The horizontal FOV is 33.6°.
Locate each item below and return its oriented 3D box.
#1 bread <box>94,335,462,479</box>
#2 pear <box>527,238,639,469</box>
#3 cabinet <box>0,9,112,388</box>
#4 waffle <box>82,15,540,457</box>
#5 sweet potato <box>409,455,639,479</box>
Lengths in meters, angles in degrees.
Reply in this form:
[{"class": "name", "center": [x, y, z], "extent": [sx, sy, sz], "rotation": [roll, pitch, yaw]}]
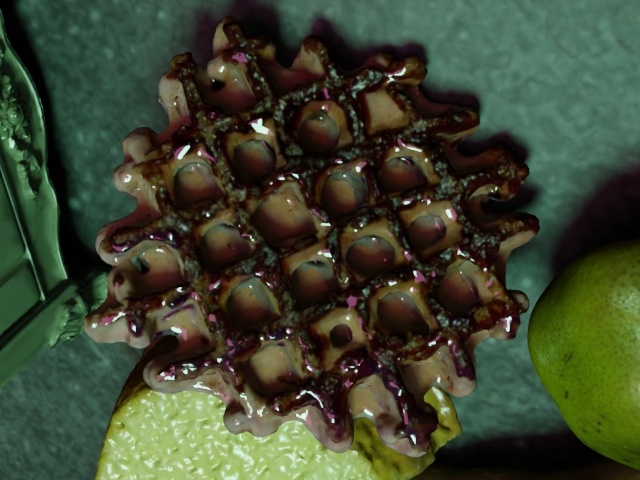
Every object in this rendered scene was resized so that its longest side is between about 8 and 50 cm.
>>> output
[{"class": "bread", "center": [-0.055, 0.110, 0.654], "extent": [0.260, 0.129, 0.134], "rotation": [-24, 98, 25]}, {"class": "pear", "center": [0.178, 0.067, 0.539], "extent": [0.141, 0.104, 0.141], "rotation": [0, 155, 0]}, {"class": "cabinet", "center": [-0.298, -0.019, 0.561], "extent": [0.227, 0.318, 0.290], "rotation": [-2, 114, 22]}, {"class": "waffle", "center": [0.000, 0.000, 0.564], "extent": [0.234, 0.055, 0.221], "rotation": [20, 79, -1]}, {"class": "sweet potato", "center": [0.192, 0.160, 0.607], "extent": [0.385, 0.109, 0.109], "rotation": [-9, 112, 23]}]
